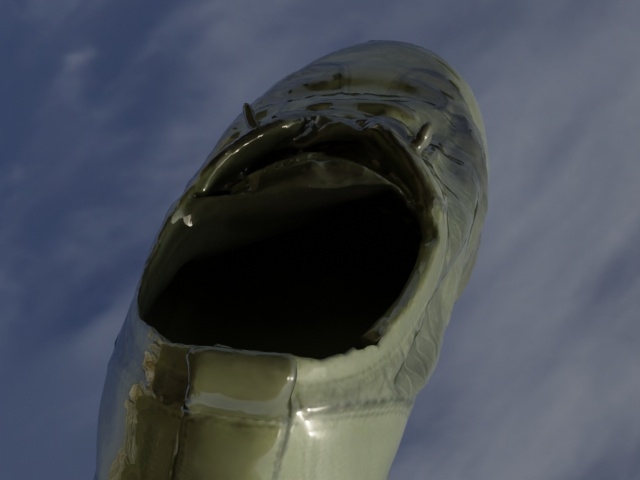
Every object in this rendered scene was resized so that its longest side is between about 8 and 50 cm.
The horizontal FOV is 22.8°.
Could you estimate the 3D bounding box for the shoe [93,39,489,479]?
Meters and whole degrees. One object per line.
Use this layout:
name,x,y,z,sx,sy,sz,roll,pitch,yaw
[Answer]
shoe,0.000,0.000,0.489,0.103,0.275,0.098,11,-54,3
